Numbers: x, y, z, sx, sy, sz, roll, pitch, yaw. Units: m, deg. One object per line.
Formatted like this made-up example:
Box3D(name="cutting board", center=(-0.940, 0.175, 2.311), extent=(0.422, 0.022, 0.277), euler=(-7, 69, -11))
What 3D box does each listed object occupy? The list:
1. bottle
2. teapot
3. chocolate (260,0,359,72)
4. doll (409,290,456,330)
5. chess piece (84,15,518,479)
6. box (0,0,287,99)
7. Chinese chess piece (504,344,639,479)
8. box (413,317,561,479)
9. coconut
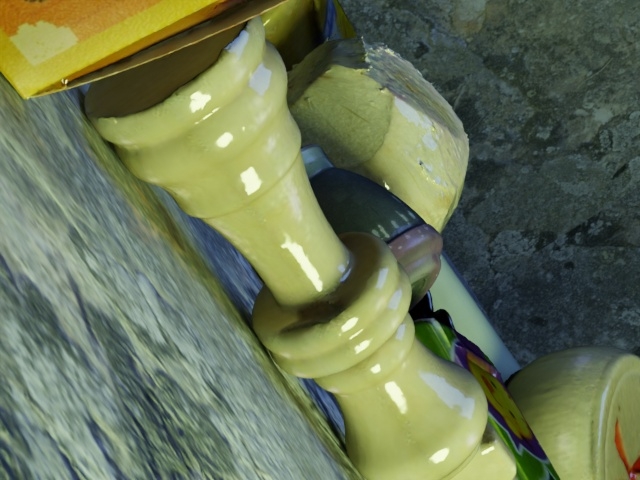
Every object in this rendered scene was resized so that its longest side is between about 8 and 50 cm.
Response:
Box3D(name="bottle", center=(0.124, 0.123, 1.695), extent=(0.245, 0.104, 0.104), euler=(54, 6, -24))
Box3D(name="teapot", center=(-0.001, 0.005, 1.395), extent=(0.146, 0.148, 0.116), euler=(47, -34, 16))
Box3D(name="chocolate", center=(-0.028, -0.168, 1.723), extent=(0.162, 0.162, 0.445), euler=(59, 5, 23))
Box3D(name="doll", center=(0.104, 0.145, 1.518), extent=(0.127, 0.088, 0.249), euler=(62, 5, -64))
Box3D(name="chess piece", center=(0.011, 0.041, 1.153), extent=(0.397, 0.117, 0.117), euler=(56, 5, -26))
Box3D(name="box", center=(-0.082, -0.264, 0.953), extent=(0.214, 0.259, 0.284), euler=(52, 24, -32))
Box3D(name="Chinese chess piece", center=(0.237, 0.215, 1.637), extent=(0.249, 0.103, 0.250), euler=(26, 59, -55))
Box3D(name="box", center=(0.138, 0.219, 1.310), extent=(0.134, 0.097, 0.346), euler=(36, 20, -52))
Box3D(name="coconut", center=(0.031, -0.055, 1.539), extent=(0.194, 0.194, 0.194), euler=(56, 5, -8))
